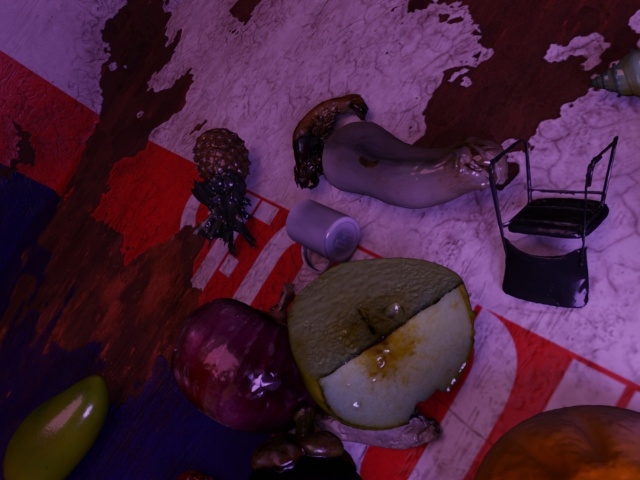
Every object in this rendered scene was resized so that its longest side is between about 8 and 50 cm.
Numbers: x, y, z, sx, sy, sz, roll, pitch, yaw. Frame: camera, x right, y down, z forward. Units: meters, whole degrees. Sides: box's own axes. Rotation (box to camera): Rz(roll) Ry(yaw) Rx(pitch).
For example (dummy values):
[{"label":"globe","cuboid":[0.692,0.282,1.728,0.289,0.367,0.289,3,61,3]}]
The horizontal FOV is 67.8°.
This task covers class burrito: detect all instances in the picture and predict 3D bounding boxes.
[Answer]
[{"label":"burrito","cuboid":[0.078,0.296,0.767,0.230,0.063,0.058,-9,27,36]}]

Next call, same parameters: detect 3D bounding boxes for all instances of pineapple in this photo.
[{"label":"pineapple","cuboid":[-0.250,-0.127,1.216,0.166,0.166,0.364,-28,52,24]}]

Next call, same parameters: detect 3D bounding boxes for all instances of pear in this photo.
[{"label":"pear","cuboid":[0.075,0.147,0.766,0.293,0.159,0.292,-16,31,10]}]

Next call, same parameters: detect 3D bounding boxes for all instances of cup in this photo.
[{"label":"cup","cuboid":[0.007,-0.007,0.994,0.099,0.135,0.133,-33,38,-28]}]

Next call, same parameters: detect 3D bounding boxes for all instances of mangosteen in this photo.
[{"label":"mangosteen","cuboid":[-0.024,0.371,0.705,0.212,0.211,0.249,-17,56,32]}]

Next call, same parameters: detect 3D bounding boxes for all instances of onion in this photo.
[{"label":"onion","cuboid":[-0.124,0.224,0.853,0.230,0.257,0.272,12,96,58]}]

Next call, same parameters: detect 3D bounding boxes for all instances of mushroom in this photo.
[{"label":"mushroom","cuboid":[0.163,-0.145,0.914,0.177,0.126,0.397,-51,41,-8]}]

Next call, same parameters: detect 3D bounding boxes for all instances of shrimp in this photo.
[{"label":"shrimp","cuboid":[0.020,-0.244,1.130,0.222,0.054,0.290,-21,46,29]}]

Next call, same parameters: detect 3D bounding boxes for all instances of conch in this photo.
[{"label":"conch","cuboid":[0.520,-0.258,0.719,0.201,0.079,0.094,-1,51,20]}]

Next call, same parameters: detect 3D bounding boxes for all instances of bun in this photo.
[{"label":"bun","cuboid":[0.296,0.293,0.458,0.299,0.164,0.298,-12,46,13]}]

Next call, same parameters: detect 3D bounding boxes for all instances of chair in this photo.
[{"label":"chair","cuboid":[0.348,-0.030,0.711,0.140,0.221,0.145,9,29,43]}]

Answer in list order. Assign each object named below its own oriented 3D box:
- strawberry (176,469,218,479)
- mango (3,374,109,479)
[{"label":"strawberry","cuboid":[-0.217,0.503,0.862,0.174,0.098,0.228,-42,47,11]},{"label":"mango","cuboid":[-0.655,0.480,1.199,0.343,0.156,0.192,-49,54,1]}]
